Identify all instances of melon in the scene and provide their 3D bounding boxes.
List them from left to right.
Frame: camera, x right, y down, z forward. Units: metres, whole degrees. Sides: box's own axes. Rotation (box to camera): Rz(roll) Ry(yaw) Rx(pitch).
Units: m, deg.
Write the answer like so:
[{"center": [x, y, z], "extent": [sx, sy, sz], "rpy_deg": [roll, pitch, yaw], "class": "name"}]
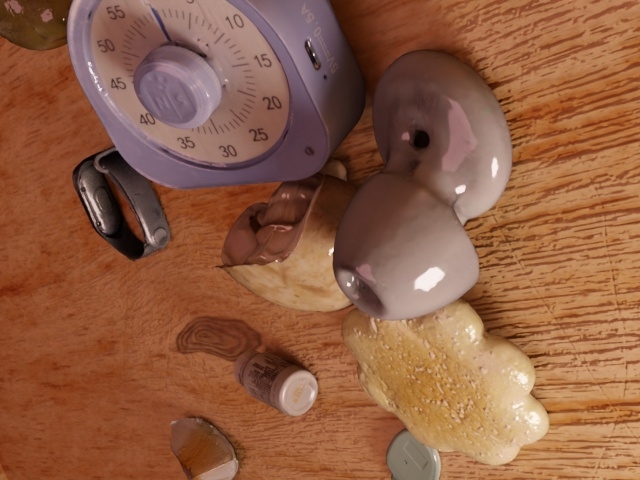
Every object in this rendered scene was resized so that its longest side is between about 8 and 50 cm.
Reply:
[{"center": [-0.220, 0.416, 2.559], "extent": [0.202, 0.093, 0.139], "rpy_deg": [27, 142, 50], "class": "melon"}]

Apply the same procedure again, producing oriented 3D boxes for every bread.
[{"center": [0.159, 0.183, 1.814], "extent": [0.316, 0.054, 0.316], "rpy_deg": [28, 143, 24], "class": "bread"}]

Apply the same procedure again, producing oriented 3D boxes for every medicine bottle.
[{"center": [-0.076, 0.227, 2.216], "extent": [0.140, 0.079, 0.079], "rpy_deg": [20, 129, 47], "class": "medicine bottle"}]

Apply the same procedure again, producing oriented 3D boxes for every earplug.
[{"center": [0.117, -0.063, 1.639], "extent": [0.214, 0.175, 0.326], "rpy_deg": [17, 97, 50], "class": "earplug"}]

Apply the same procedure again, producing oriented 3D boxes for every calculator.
[{"center": [0.137, 0.336, 2.049], "extent": [0.095, 0.021, 0.153], "rpy_deg": [49, 142, 21], "class": "calculator"}]

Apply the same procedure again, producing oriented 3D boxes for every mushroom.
[{"center": [0.000, 0.000, 1.872], "extent": [0.189, 0.195, 0.253], "rpy_deg": [38, 150, -26], "class": "mushroom"}]

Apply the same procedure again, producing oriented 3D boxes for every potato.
[{"center": [-0.450, -0.382, 2.226], "extent": [0.194, 0.157, 0.157], "rpy_deg": [18, 128, 50], "class": "potato"}]

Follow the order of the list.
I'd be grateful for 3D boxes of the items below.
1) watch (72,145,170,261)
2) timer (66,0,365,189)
[{"center": [-0.351, -0.067, 2.403], "extent": [0.193, 0.068, 0.206], "rpy_deg": [10, 125, 48], "class": "watch"}, {"center": [-0.159, -0.241, 1.759], "extent": [0.395, 0.173, 0.395], "rpy_deg": [20, 138, 19], "class": "timer"}]
